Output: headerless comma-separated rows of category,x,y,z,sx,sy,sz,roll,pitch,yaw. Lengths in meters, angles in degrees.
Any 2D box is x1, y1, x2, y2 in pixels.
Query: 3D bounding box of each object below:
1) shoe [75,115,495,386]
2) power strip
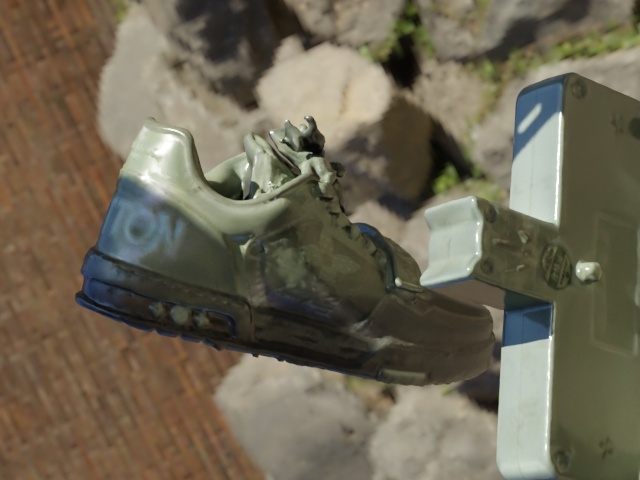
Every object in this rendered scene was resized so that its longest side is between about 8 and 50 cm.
shoe,-0.001,-0.001,1.058,0.109,0.293,0.149,27,106,60
power strip,0.120,0.017,0.857,0.061,0.145,0.215,-18,62,50
